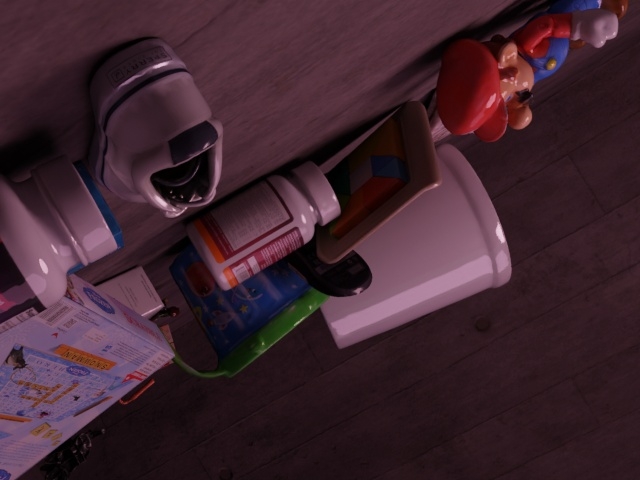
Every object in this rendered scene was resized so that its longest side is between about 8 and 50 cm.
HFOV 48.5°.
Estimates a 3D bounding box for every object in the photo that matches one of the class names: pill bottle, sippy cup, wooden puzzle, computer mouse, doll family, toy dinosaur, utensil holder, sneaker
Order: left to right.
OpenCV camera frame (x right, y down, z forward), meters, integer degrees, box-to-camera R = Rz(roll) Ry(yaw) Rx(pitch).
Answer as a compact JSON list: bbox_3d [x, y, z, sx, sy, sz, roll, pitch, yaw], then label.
[{"bbox_3d":[-0.249,0.018,0.498,0.193,0.108,0.108,-30,176,-17],"label":"pill bottle"},{"bbox_3d":[-0.487,0.295,1.186,0.218,0.164,0.322,-8,-151,38],"label":"toy dinosaur"},{"bbox_3d":[-0.391,0.163,1.549,0.111,0.076,0.193,-14,-169,40],"label":"doll family"},{"bbox_3d":[-0.129,-0.059,0.565,0.094,0.091,0.258,-30,176,-13],"label":"sneaker"},{"bbox_3d":[-0.139,0.085,1.263,0.240,0.224,0.305,-40,176,37],"label":"sippy cup"},{"bbox_3d":[-0.087,-0.026,1.101,0.221,0.121,0.121,-31,176,-10],"label":"pill bottle"},{"bbox_3d":[0.000,0.000,1.217,0.184,0.262,0.060,-34,151,-39],"label":"computer mouse"},{"bbox_3d":[0.078,-0.101,1.150,0.238,0.044,0.221,-36,-144,28],"label":"wooden puzzle"},{"bbox_3d":[0.153,0.020,1.508,0.385,0.328,0.327,-24,176,-1],"label":"utensil holder"}]

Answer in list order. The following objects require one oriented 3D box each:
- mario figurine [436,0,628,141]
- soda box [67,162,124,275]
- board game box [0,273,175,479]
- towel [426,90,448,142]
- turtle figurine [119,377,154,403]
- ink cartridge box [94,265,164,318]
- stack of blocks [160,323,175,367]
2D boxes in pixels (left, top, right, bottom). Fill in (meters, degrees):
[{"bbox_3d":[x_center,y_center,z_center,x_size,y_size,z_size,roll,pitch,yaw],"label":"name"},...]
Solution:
[{"bbox_3d":[0.300,-0.234,0.999,0.320,0.170,0.198,-38,144,-19],"label":"mario figurine"},{"bbox_3d":[-0.274,0.019,0.590,0.210,0.071,0.067,-30,176,-17],"label":"soda box"},{"bbox_3d":[-0.373,0.176,0.842,0.318,0.066,0.319,-38,155,-4],"label":"board game box"},{"bbox_3d":[0.323,-0.294,1.367,0.331,0.053,0.317,-31,175,-6],"label":"towel"},{"bbox_3d":[-0.486,0.270,1.410,0.269,0.087,0.217,-17,139,9],"label":"turtle figurine"},{"bbox_3d":[-0.385,0.138,1.177,0.203,0.086,0.148,-29,176,-40],"label":"ink cartridge box"},{"bbox_3d":[-0.493,0.277,1.585,0.297,0.087,0.171,-16,179,18],"label":"stack of blocks"}]
